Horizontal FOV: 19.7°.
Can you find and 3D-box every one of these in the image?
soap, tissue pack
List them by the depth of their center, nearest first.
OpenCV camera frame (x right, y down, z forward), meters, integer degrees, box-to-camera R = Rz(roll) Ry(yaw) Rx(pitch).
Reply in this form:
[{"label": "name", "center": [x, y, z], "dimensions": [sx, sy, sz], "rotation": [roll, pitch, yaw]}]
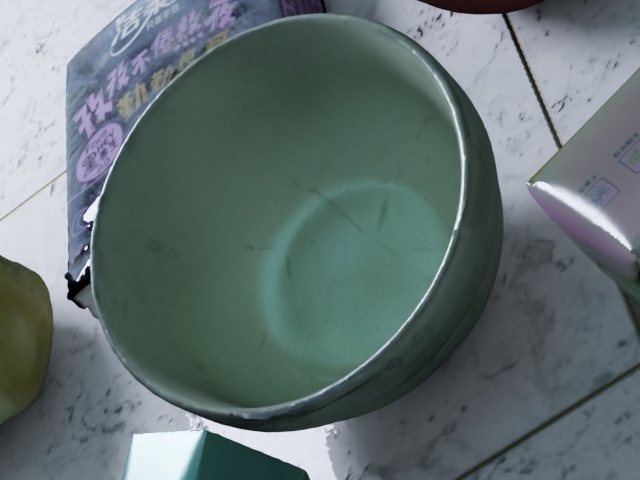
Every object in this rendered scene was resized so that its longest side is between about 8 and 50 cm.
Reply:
[{"label": "soap", "center": [0.263, -0.029, 1.103], "dimensions": [0.199, 0.182, 0.138], "rotation": [-45, 34, 1]}, {"label": "tissue pack", "center": [-0.105, -0.102, 1.623], "dimensions": [0.259, 0.122, 0.361], "rotation": [-33, 36, 17]}]

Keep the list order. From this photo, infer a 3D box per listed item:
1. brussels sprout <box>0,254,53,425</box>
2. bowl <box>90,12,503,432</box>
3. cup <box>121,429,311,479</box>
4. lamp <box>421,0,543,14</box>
[{"label": "brussels sprout", "center": [-0.401, 0.096, 1.639], "dimensions": [0.328, 0.247, 0.328], "rotation": [-15, 59, 26]}, {"label": "bowl", "center": [0.000, 0.000, 1.329], "dimensions": [0.307, 0.163, 0.307], "rotation": [-11, 67, 27]}, {"label": "cup", "center": [-0.101, 0.261, 1.251], "dimensions": [0.148, 0.134, 0.235], "rotation": [-9, 51, 45]}, {"label": "lamp", "center": [0.130, -0.330, 1.461], "dimensions": [0.303, 0.257, 0.303], "rotation": [-176, 90, -73]}]
